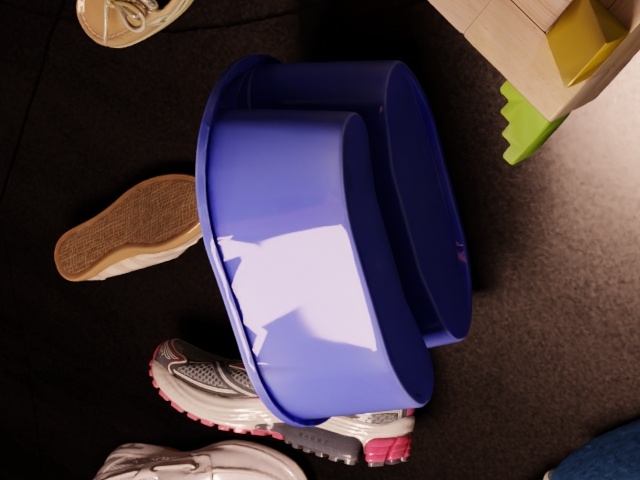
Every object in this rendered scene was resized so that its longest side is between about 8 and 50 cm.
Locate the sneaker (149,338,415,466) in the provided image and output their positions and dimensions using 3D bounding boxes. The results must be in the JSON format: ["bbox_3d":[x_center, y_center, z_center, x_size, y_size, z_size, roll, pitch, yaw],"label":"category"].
[{"bbox_3d":[-0.034,0.139,1.712,0.299,0.121,0.112,10,94,28],"label":"sneaker"}]

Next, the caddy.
[{"bbox_3d":[0.000,0.000,1.501,0.179,0.241,0.341,-4,115,27],"label":"caddy"}]

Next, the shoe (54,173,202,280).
[{"bbox_3d":[-0.177,-0.013,1.737,0.219,0.058,0.076,-21,75,35],"label":"shoe"}]

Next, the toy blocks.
[{"bbox_3d":[0.185,-0.284,1.264,0.261,0.191,0.381,47,122,10],"label":"toy blocks"}]

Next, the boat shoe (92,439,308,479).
[{"bbox_3d":[-0.139,0.280,1.863,0.277,0.096,0.098,-6,114,35],"label":"boat shoe"}]

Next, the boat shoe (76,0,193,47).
[{"bbox_3d":[-0.147,-0.260,1.530,0.104,0.089,0.285,46,132,-2],"label":"boat shoe"}]

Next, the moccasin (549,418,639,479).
[{"bbox_3d":[0.359,0.217,1.482,0.342,0.138,0.117,-14,115,39],"label":"moccasin"}]

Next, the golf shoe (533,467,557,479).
[{"bbox_3d":[0.284,0.337,1.645,0.273,0.105,0.120,51,148,3],"label":"golf shoe"}]
